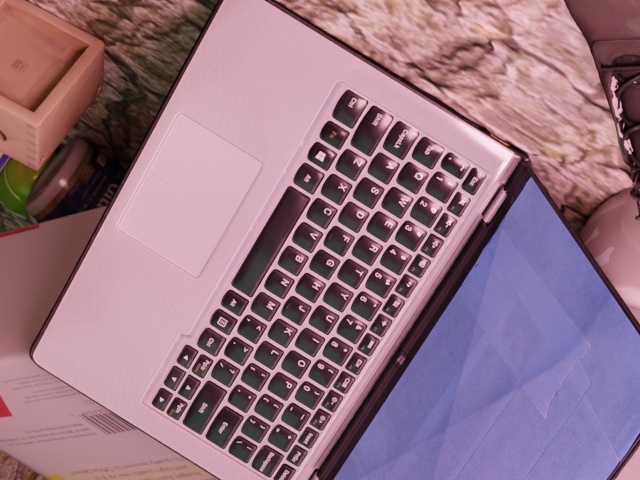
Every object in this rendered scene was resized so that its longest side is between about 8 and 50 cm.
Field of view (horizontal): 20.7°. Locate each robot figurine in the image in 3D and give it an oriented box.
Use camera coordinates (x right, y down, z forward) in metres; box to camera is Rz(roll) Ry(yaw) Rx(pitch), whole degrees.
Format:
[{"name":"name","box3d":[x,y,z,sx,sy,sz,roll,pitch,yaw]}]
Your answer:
[{"name":"robot figurine","box3d":[-0.309,-0.065,1.880,0.101,0.067,0.115,46,158,-6]}]

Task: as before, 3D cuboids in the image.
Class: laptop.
[{"name":"laptop","box3d":[-0.007,0.092,1.286,0.408,0.382,0.236,32,-156,1]}]

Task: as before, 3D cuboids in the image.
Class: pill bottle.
[{"name":"pill bottle","box3d":[-0.210,-0.020,1.802,0.169,0.094,0.094,37,159,-17]}]

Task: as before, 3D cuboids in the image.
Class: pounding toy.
[{"name":"pounding toy","box3d":[-0.277,-0.149,1.573,0.141,0.130,0.100,28,148,9]}]

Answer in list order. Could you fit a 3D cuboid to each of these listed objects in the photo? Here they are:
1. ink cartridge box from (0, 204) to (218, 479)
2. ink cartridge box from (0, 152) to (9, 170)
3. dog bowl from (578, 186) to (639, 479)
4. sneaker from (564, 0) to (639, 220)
[{"name":"ink cartridge box","box3d":[-0.167,0.146,1.697,0.279,0.160,0.384,-13,140,38]},{"name":"ink cartridge box","box3d":[-0.439,-0.169,1.680,0.332,0.165,0.065,37,159,-12]},{"name":"dog bowl","box3d":[0.296,0.126,1.273,0.349,0.102,0.349,35,151,23]},{"name":"sneaker","box3d":[0.220,-0.069,1.016,0.286,0.130,0.109,44,159,-27]}]
